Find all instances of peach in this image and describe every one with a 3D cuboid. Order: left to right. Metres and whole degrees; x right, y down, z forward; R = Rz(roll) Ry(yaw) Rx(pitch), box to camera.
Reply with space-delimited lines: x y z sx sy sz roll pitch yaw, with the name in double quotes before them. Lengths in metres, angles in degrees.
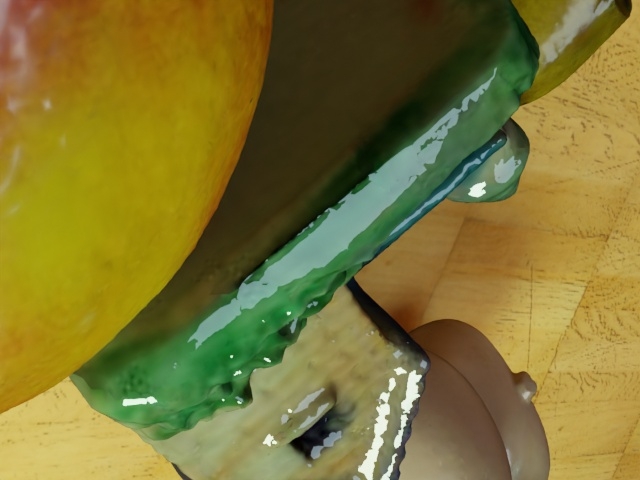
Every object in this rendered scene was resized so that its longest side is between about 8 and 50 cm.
"peach" -0.156 -0.116 0.549 0.306 0.242 0.380 -23 116 -14

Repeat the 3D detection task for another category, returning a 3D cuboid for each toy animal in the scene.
"toy animal" 0.076 0.166 1.078 0.221 0.210 0.229 -27 168 -25

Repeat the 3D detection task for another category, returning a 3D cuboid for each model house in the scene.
"model house" 0.000 0.000 0.841 0.312 0.245 0.280 -42 137 -6

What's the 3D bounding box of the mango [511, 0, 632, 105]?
"mango" 0.167 -0.208 0.968 0.130 0.167 0.262 32 93 -39
